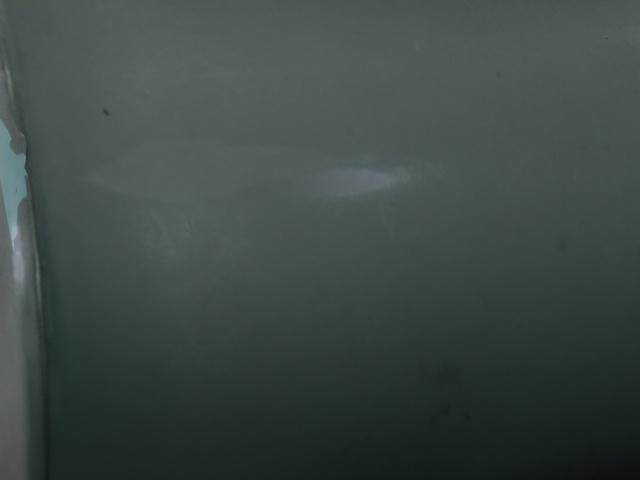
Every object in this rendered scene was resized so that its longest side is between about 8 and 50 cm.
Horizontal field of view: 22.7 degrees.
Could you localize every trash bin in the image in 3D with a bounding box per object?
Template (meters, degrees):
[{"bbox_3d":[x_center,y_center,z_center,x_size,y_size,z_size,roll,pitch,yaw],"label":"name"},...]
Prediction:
[{"bbox_3d":[0.000,0.000,0.628,0.432,0.280,0.280,-5,62,-22],"label":"trash bin"}]
